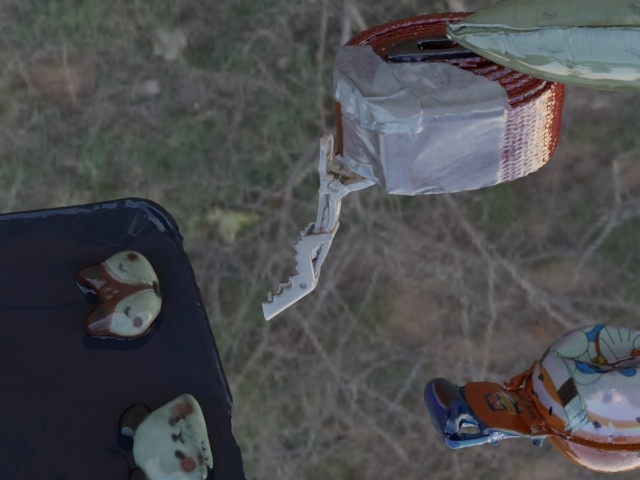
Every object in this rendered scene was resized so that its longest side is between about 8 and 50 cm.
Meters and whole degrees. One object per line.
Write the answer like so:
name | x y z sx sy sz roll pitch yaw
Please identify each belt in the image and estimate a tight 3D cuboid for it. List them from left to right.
belt | 0.108 -0.125 1.146 0.201 0.128 0.124 -6 141 -1

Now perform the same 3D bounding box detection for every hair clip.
hair clip | 0.000 0.000 1.340 0.072 0.034 0.226 23 122 3

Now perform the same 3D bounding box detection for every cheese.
cheese | 0.286 0.187 1.545 0.329 0.217 0.129 -4 118 -10

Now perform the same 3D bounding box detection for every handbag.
handbag | -0.232 0.122 0.980 0.329 0.303 0.122 -5 148 -26

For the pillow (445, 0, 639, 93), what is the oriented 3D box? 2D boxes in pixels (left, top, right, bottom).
pillow | 0.214 -0.118 0.707 0.185 0.075 0.302 4 -167 33
